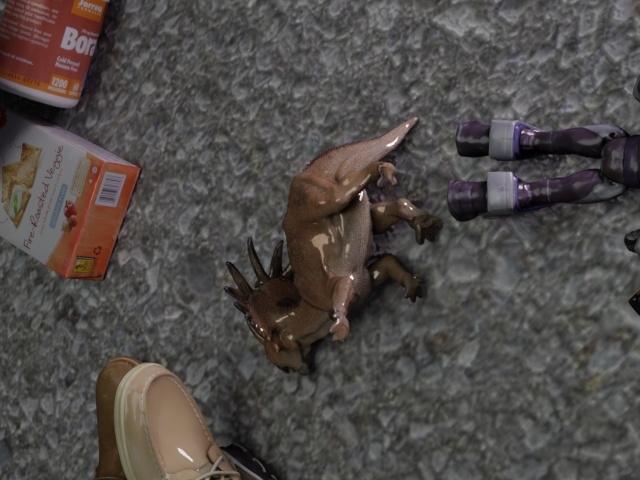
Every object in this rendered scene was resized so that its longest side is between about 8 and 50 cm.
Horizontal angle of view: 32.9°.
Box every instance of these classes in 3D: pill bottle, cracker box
[{"bbox_3d":[-0.337,-0.287,1.378,0.121,0.121,0.216,25,101,35],"label":"pill bottle"},{"bbox_3d":[-0.351,-0.064,1.400,0.232,0.067,0.155,26,101,35],"label":"cracker box"}]

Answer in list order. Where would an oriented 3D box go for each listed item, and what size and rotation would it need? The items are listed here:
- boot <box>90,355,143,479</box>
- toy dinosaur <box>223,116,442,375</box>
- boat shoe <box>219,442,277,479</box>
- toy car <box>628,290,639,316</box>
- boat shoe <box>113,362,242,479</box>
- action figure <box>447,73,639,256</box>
[{"bbox_3d":[-0.221,0.279,1.246,0.112,0.115,0.305,-26,70,33],"label":"boot"},{"bbox_3d":[0.000,0.000,1.114,0.200,0.127,0.295,12,87,43],"label":"toy dinosaur"},{"bbox_3d":[-0.069,0.263,1.184,0.125,0.038,0.046,28,123,36],"label":"boat shoe"},{"bbox_3d":[0.325,0.070,0.925,0.040,0.060,0.122,-40,65,-23],"label":"toy car"},{"bbox_3d":[-0.120,0.265,1.134,0.098,0.109,0.302,-11,102,41],"label":"boat shoe"},{"bbox_3d":[0.257,-0.069,0.951,0.285,0.099,0.185,1,79,32],"label":"action figure"}]
